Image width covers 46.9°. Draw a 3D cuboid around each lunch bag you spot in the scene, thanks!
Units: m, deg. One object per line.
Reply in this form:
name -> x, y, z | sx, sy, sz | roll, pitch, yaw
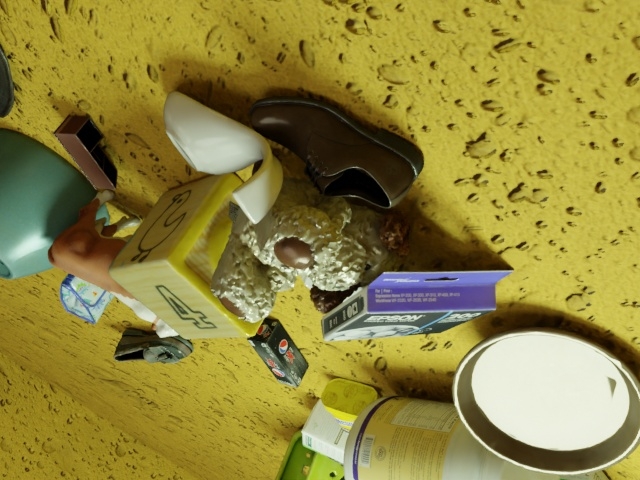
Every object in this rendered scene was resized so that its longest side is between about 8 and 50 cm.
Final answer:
lunch bag -> -0.495, 0.087, 1.592 | 0.096, 0.128, 0.151 | 21, 147, 14

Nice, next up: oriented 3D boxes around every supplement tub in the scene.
supplement tub -> 0.234, 0.414, 1.341 | 0.331, 0.241, 0.241 | -4, 136, 44

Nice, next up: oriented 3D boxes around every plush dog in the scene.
plush dog -> 0.000, 0.000, 1.017 | 0.225, 0.210, 0.262 | 20, 145, -23

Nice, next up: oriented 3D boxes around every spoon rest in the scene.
spoon rest -> -0.126, -0.118, 0.963 | 0.276, 0.084, 0.137 | 42, 168, 48

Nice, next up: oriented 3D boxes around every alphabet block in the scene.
alphabet block -> -0.182, 0.031, 1.178 | 0.197, 0.192, 0.193 | -12, 132, 48

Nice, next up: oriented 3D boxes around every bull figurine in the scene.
bull figurine -> -0.330, 0.043, 1.323 | 0.310, 0.188, 0.101 | 27, 150, 6

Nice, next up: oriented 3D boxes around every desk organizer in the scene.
desk organizer -> -0.379, -0.145, 1.227 | 0.050, 0.047, 0.130 | 7, 143, 30

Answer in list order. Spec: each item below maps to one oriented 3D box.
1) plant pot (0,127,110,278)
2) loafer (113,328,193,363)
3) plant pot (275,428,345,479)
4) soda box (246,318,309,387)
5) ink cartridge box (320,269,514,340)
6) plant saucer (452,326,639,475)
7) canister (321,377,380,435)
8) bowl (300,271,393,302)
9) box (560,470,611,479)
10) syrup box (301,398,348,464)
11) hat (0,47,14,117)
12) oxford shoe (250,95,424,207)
plant pot -> -0.583, -0.041, 1.411 | 0.290, 0.195, 0.290 | 22, 149, 14
loafer -> -0.427, 0.284, 1.873 | 0.268, 0.084, 0.096 | -2, 137, 43
plant pot -> 0.023, 0.607, 1.839 | 0.207, 0.228, 0.227 | 29, 151, -13
soda box -> -0.086, 0.232, 1.523 | 0.053, 0.060, 0.169 | 7, 142, 33
ink cartridge box -> 0.133, 0.093, 1.033 | 0.206, 0.045, 0.208 | 0, 158, -23
plant saucer -> 0.337, 0.235, 1.097 | 0.278, 0.041, 0.277 | 12, 124, 18
canister -> 0.088, 0.375, 1.576 | 0.126, 0.073, 0.170 | 9, 145, 33
bowl -> 0.033, 0.054, 1.163 | 0.142, 0.053, 0.142 | 29, 149, 0
box -> 0.392, 0.528, 1.383 | 0.262, 0.231, 0.127 | -5, 137, 45
syrup box -> 0.082, 0.465, 1.693 | 0.237, 0.096, 0.093 | 23, 149, 15
hat -> -0.650, -0.278, 1.178 | 0.331, 0.134, 0.331 | 21, 149, 13
oxford shoe -> 0.005, -0.108, 0.901 | 0.227, 0.096, 0.082 | 24, 151, 13
